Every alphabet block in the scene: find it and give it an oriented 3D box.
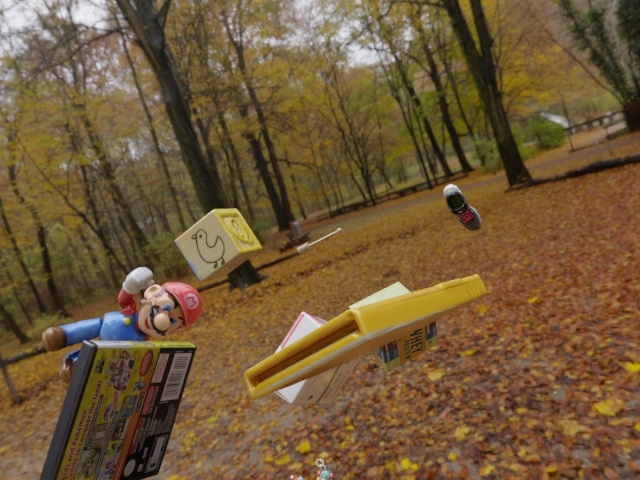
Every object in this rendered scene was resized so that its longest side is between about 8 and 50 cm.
[{"bbox_3d":[-0.366,0.014,1.725,0.197,0.192,0.193,-36,-4,16],"label":"alphabet block"}]

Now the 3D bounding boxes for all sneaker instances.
[{"bbox_3d":[0.438,-0.093,1.467,0.063,0.170,0.075,-32,9,27],"label":"sneaker"}]

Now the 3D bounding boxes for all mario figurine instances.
[{"bbox_3d":[-0.409,0.188,1.017,0.320,0.170,0.198,-24,-36,-16],"label":"mario figurine"}]

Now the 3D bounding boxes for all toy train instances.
[{"bbox_3d":[-0.033,0.904,1.767,0.166,0.125,0.046,-44,-3,10],"label":"toy train"}]

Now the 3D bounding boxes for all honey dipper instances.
[{"bbox_3d":[0.000,0.000,1.535,0.160,0.031,0.030,-27,2,15],"label":"honey dipper"}]

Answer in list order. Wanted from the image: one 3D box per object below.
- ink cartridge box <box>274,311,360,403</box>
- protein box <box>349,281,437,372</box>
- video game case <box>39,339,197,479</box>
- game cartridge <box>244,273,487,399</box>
[{"bbox_3d":[-0.006,0.253,0.993,0.159,0.092,0.218,-57,-27,-3],"label":"ink cartridge box"},{"bbox_3d":[0.234,0.272,1.521,0.199,0.136,0.201,-24,35,-16],"label":"protein box"},{"bbox_3d":[-0.363,0.322,0.877,0.035,0.275,0.248,14,-4,30],"label":"video game case"},{"bbox_3d":[0.079,0.147,0.755,0.323,0.053,0.285,-9,-22,-45],"label":"game cartridge"}]
